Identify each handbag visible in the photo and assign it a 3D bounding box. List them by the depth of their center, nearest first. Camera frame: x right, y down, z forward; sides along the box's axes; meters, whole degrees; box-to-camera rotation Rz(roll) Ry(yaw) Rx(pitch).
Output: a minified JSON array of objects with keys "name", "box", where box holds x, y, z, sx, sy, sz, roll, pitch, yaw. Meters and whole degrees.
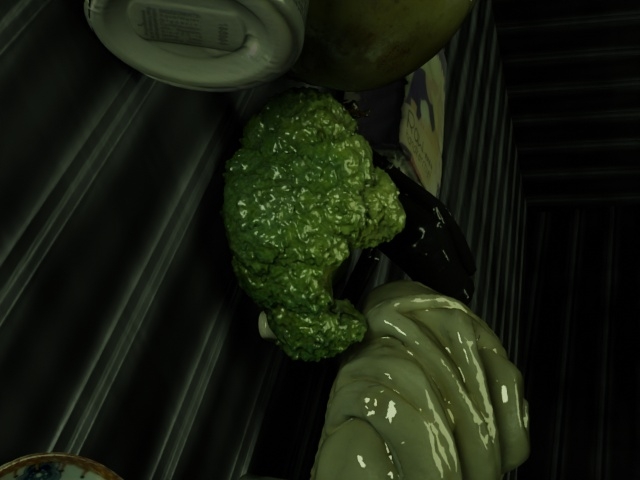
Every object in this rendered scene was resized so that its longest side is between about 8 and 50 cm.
[{"name":"handbag","box":[0.101,-0.025,1.301,0.088,0.244,0.275,-49,151,-2]}]

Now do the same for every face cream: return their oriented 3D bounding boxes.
[{"name":"face cream","box":[-0.094,-0.229,0.796,0.177,0.177,0.152,53,38,-58]}]

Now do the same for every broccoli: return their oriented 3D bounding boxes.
[{"name":"broccoli","box":[0.011,0.003,1.048,0.302,0.186,0.254,60,23,-43]}]

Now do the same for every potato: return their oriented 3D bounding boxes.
[{"name":"potato","box":[0.062,-0.310,1.006,0.221,0.243,0.326,51,42,-54]}]

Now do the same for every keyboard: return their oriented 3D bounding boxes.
[{"name":"keyboard","box":[0.033,0.074,1.205,0.060,0.018,0.195,-83,-166,-53]}]

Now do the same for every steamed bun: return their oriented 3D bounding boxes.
[{"name":"steamed bun","box":[0.127,0.231,1.153,0.352,0.248,0.339,-29,135,-85]}]

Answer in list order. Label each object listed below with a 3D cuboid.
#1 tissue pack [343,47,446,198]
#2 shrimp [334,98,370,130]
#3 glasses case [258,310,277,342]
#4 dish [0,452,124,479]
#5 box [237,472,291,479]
[{"name":"tissue pack","box":[0.122,-0.219,1.526,0.242,0.126,0.343,56,35,-57]},{"name":"shrimp","box":[0.005,-0.119,1.133,0.041,0.180,0.099,-13,84,-30]},{"name":"glasses case","box":[-0.051,0.101,1.097,0.083,0.021,0.032,34,52,-67]},{"name":"dish","box":[-0.181,0.216,0.615,0.141,0.078,0.141,25,45,-27]},{"name":"box","box":[-0.078,0.427,0.710,0.396,0.111,0.395,-48,143,-64]}]
